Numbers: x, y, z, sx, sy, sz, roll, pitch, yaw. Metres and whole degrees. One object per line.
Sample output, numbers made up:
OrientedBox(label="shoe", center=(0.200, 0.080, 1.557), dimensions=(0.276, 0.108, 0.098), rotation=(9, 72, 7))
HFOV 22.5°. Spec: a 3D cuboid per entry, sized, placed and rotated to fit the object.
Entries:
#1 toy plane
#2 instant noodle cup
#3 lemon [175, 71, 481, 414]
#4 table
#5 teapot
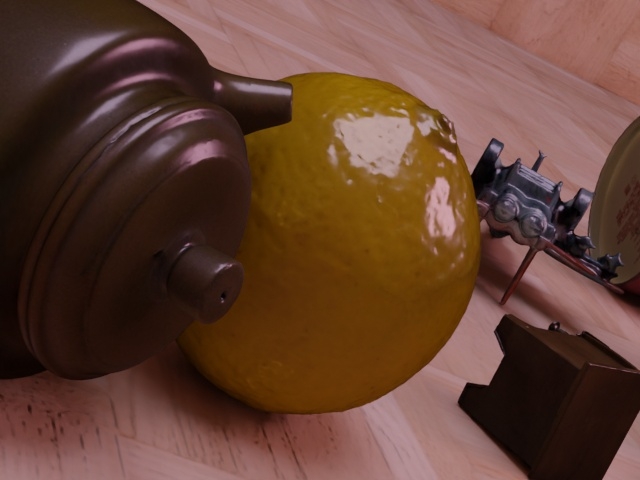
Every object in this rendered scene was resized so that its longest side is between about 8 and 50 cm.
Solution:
OrientedBox(label="toy plane", center=(0.174, -0.030, 1.425), dimensions=(0.223, 0.104, 0.326), rotation=(30, 16, 3))
OrientedBox(label="instant noodle cup", center=(0.384, -0.019, 1.580), dimensions=(0.178, 0.235, 0.235), rotation=(14, 20, -17))
OrientedBox(label="lemon", center=(0.000, 0.000, 0.868), dimensions=(0.178, 0.203, 0.178), rotation=(37, 28, -24))
OrientedBox(label="table", center=(0.150, 0.099, 1.035), dimensions=(0.070, 0.083, 0.082), rotation=(12, 19, -41))
OrientedBox(label="teapot", center=(-0.118, -0.011, 0.721), dimensions=(0.175, 0.185, 0.267), rotation=(30, 54, 25))
